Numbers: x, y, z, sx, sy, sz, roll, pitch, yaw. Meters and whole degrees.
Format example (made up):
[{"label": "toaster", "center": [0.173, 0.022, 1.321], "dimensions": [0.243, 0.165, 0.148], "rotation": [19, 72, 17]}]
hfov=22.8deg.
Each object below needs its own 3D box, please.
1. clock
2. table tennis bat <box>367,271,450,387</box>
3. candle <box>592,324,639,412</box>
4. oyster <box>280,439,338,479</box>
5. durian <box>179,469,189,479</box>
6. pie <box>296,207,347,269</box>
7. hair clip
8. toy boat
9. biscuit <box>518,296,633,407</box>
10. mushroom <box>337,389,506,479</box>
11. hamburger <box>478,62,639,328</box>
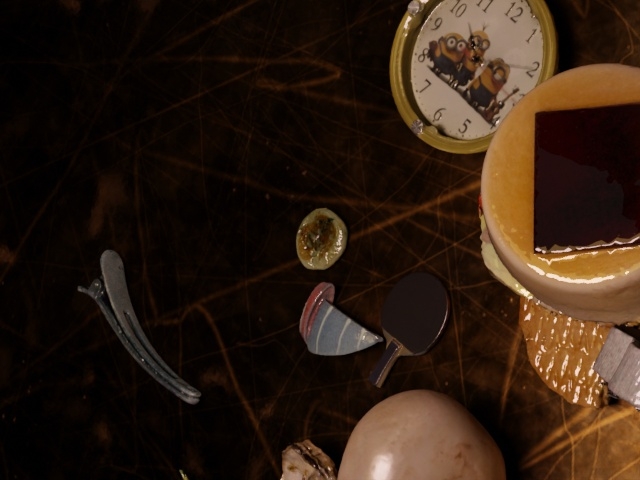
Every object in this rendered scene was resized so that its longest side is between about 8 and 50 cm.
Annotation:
[{"label": "clock", "center": [0.192, -0.217, 1.928], "dimensions": [0.237, 0.057, 0.237], "rotation": [-5, 82, 37]}, {"label": "table tennis bat", "center": [0.105, 0.112, 1.974], "dimensions": [0.095, 0.014, 0.158], "rotation": [39, 106, 35]}, {"label": "candle", "center": [0.378, 0.153, 1.672], "dimensions": [0.192, 0.169, 0.068], "rotation": [-106, 38, -79]}, {"label": "oyster", "center": [0.057, 0.378, 1.943], "dimensions": [0.345, 0.079, 0.128], "rotation": [47, 133, 31]}, {"label": "durian", "center": [-0.108, 0.383, 2.048], "dimensions": [0.086, 0.100, 0.215], "rotation": [-46, 65, 20]}, {"label": "pie", "center": [0.000, 0.000, 2.073], "dimensions": [0.085, 0.017, 0.085], "rotation": [-7, 78, 38]}, {"label": "hair clip", "center": [-0.251, 0.138, 2.245], "dimensions": [0.083, 0.048, 0.275], "rotation": [-49, 62, 20]}, {"label": "toy boat", "center": [0.024, 0.117, 2.018], "dimensions": [0.122, 0.034, 0.096], "rotation": [36, 112, 43]}, {"label": "biscuit", "center": [0.295, 0.075, 1.813], "dimensions": [0.144, 0.033, 0.224], "rotation": [8, 84, 39]}, {"label": "mushroom", "center": [0.100, 0.270, 1.839], "dimensions": [0.209, 0.206, 0.206], "rotation": [17, 94, 39]}, {"label": "hamburger", "center": [0.313, -0.051, 1.704], "dimensions": [0.302, 0.170, 0.302], "rotation": [-8, 70, 23]}]
